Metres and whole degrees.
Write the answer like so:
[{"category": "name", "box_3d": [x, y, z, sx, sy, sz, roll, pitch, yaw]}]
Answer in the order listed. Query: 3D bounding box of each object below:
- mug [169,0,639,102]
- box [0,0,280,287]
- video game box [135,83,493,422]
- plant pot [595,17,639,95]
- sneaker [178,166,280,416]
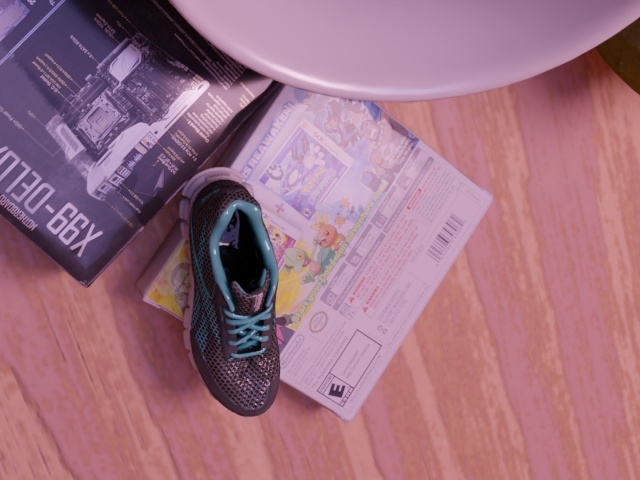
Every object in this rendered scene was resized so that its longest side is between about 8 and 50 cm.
[{"category": "mug", "box_3d": [0.087, -0.292, 0.454, 0.374, 0.328, 0.276, -8, 148, 4]}, {"category": "box", "box_3d": [-0.172, -0.161, 0.531, 0.307, 0.076, 0.242, 45, 81, -22]}, {"category": "video game box", "box_3d": [0.000, 0.000, 0.645, 0.187, 0.048, 0.205, 36, 84, -25]}, {"category": "plant pot", "box_3d": [0.359, -0.265, 0.613, 0.353, 0.366, 0.366, -28, 109, -3]}, {"category": "sneaker", "box_3d": [-0.054, 0.039, 0.564, 0.065, 0.076, 0.167, -13, 103, -17]}]
